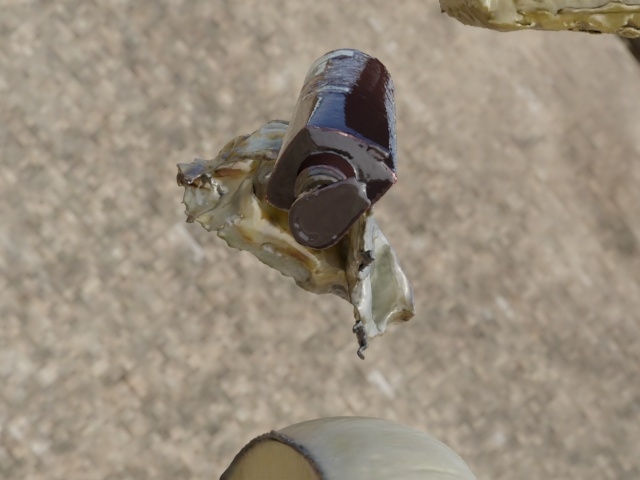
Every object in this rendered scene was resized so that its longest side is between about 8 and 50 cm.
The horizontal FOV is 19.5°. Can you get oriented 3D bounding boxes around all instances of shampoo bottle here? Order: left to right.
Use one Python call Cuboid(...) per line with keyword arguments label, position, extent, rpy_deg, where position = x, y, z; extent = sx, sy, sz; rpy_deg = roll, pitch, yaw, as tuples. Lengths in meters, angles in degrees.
Cuboid(label="shampoo bottle", position=(0.011, -0.054, 1.119), extent=(0.067, 0.068, 0.236), rpy_deg=(30, 23, -7))

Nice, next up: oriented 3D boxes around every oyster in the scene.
Cuboid(label="oyster", position=(0.007, -0.001, 1.798), extent=(0.133, 0.197, 0.337), rpy_deg=(-59, 139, -22))

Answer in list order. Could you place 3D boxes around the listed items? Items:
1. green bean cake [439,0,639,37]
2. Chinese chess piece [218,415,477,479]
Cuboid(label="green bean cake", position=(0.202, -0.268, 1.432), extent=(0.224, 0.230, 0.131), rpy_deg=(-3, 10, -18))
Cuboid(label="Chinese chess piece", position=(0.011, 0.219, 1.002), extent=(0.103, 0.250, 0.250), rpy_deg=(5, 44, -22))
